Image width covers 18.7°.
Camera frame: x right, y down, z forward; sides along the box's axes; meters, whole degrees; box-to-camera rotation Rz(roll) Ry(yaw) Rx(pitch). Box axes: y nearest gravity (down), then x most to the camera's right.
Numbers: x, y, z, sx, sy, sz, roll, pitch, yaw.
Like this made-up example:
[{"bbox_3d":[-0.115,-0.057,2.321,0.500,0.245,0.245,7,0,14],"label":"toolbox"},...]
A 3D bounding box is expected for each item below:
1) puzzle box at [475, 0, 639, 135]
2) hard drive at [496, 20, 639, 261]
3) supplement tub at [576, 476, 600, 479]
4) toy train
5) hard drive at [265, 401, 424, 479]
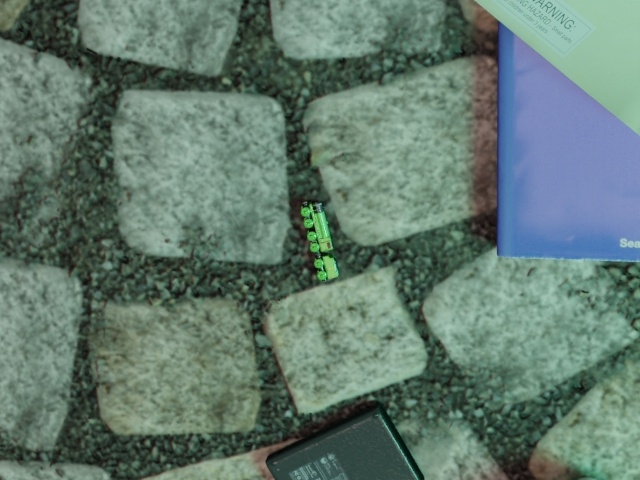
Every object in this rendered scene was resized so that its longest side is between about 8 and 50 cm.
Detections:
[{"bbox_3d":[0.240,-0.283,1.605,0.409,0.052,0.272,35,117,-30],"label":"puzzle box"},{"bbox_3d":[0.270,-0.137,1.795,0.210,0.040,0.319,2,107,10],"label":"hard drive"},{"bbox_3d":[0.219,0.338,1.900,0.199,0.144,0.144,-34,99,19],"label":"supplement tub"},{"bbox_3d":[0.000,0.000,1.901,0.023,0.017,0.083,-13,105,4],"label":"toy train"},{"bbox_3d":[0.025,0.233,1.966,0.135,0.022,0.094,-27,101,17],"label":"hard drive"}]
